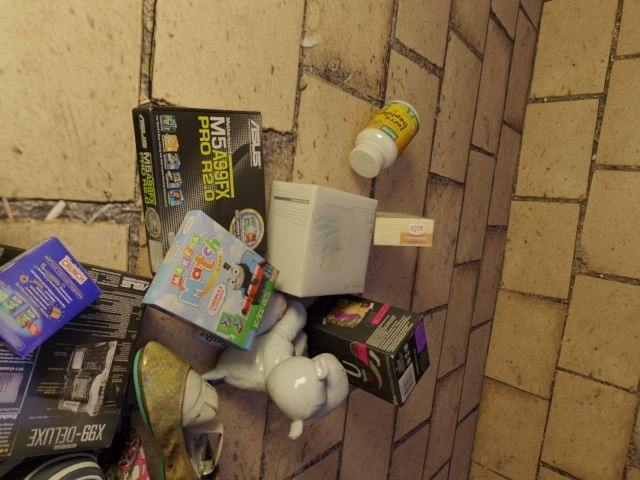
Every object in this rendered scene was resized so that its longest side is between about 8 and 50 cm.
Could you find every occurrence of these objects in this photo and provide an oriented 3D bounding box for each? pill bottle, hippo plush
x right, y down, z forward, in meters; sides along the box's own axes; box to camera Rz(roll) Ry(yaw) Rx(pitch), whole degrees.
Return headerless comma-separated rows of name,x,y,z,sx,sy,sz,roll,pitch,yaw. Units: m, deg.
pill bottle,0.161,-0.258,1.046,0.208,0.117,0.117,-51,133,-29
hippo plush,-0.065,0.229,0.798,0.294,0.236,0.234,24,80,-50

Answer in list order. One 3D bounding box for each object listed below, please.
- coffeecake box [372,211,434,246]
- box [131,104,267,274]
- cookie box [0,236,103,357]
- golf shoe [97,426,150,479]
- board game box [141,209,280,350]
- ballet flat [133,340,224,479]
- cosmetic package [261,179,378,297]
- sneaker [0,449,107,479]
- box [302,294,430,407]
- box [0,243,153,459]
coffeecake box,0.190,-0.033,1.044,0.185,0.142,0.068,-114,-153,-80
box,-0.195,-0.089,0.707,0.216,0.060,0.270,-15,110,-47
cookie box,-0.329,0.063,0.469,0.107,0.040,0.092,-50,126,-41
golf shoe,-0.295,0.373,0.616,0.067,0.186,0.086,-20,119,-14
board game box,-0.168,0.074,0.680,0.211,0.039,0.160,43,56,-43
ballet flat,-0.222,0.305,0.684,0.123,0.123,0.348,-28,130,-43
cosmetic package,0.000,0.000,0.901,0.224,0.138,0.224,5,96,-50
sneaker,-0.402,0.374,0.497,0.282,0.153,0.099,-44,130,-35
box,0.101,0.244,0.971,0.143,0.270,0.165,-38,126,-38
box,-0.384,0.130,0.494,0.307,0.076,0.242,24,72,-50
